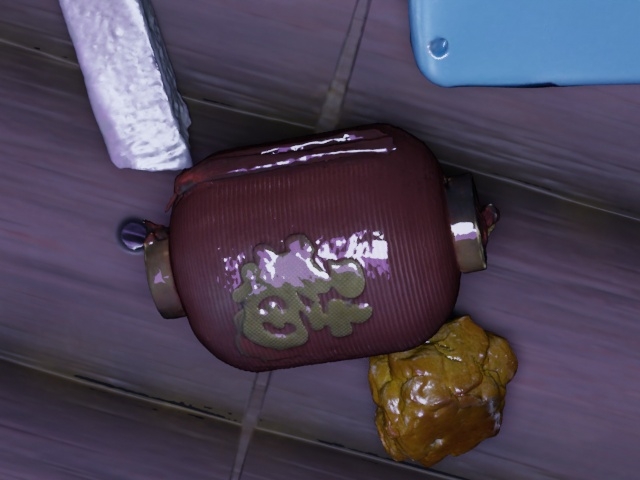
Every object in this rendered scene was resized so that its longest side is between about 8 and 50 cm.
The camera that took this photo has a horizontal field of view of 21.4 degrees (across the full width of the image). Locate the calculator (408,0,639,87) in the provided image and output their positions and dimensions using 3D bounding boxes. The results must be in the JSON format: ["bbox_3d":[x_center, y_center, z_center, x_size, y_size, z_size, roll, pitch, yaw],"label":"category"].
[{"bbox_3d":[0.187,-0.186,1.187,0.293,0.051,0.173,-2,118,-7],"label":"calculator"}]

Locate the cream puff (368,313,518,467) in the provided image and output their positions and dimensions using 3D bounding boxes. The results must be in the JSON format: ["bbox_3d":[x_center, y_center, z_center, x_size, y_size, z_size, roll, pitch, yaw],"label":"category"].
[{"bbox_3d":[0.089,0.110,1.287,0.122,0.094,0.116,-34,142,20],"label":"cream puff"}]

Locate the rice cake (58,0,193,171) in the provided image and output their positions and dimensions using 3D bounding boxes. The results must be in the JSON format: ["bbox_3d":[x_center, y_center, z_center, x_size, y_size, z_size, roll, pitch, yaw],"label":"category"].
[{"bbox_3d":[-0.174,-0.220,1.242,0.072,0.056,0.365,-19,102,4],"label":"rice cake"}]

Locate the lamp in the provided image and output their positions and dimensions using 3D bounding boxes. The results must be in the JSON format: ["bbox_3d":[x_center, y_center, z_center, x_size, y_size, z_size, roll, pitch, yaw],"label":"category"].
[{"bbox_3d":[0.000,0.000,1.224,0.258,0.180,0.180,-11,104,9],"label":"lamp"}]
